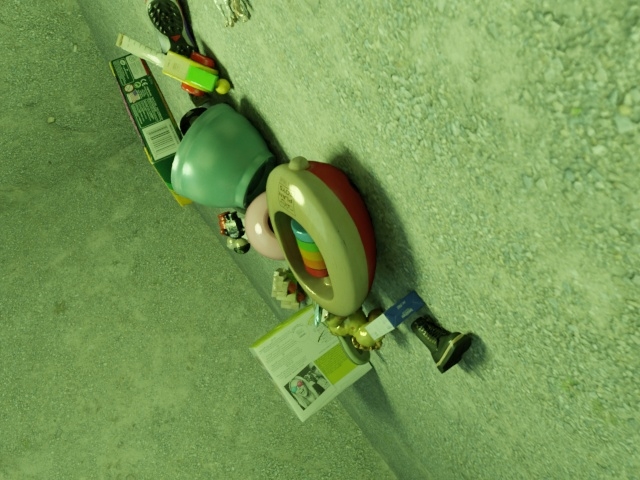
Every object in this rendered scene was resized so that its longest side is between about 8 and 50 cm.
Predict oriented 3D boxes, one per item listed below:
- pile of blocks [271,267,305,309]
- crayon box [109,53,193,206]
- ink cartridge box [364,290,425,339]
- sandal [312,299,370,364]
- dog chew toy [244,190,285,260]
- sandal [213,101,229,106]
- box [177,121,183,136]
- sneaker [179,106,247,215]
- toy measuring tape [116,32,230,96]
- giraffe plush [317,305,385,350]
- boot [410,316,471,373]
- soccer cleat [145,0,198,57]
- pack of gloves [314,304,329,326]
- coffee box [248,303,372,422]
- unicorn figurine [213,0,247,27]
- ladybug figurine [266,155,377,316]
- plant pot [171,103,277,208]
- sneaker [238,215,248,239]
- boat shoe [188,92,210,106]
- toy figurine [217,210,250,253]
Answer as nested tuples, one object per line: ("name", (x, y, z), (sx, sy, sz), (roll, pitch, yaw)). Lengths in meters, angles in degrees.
("pile of blocks", (-0.122, 0.208, 2.081), (0.113, 0.148, 0.362), (8, 162, 7))
("crayon box", (-0.481, -0.326, 1.459), (0.362, 0.106, 0.313), (63, 172, 15))
("ink cartridge box", (0.179, 0.189, 1.183), (0.046, 0.097, 0.207), (53, 164, 11))
("sandal", (0.088, 0.282, 1.629), (0.302, 0.120, 0.086), (54, 136, 0))
("dog chew toy", (-0.119, -0.040, 1.421), (0.206, 0.207, 0.332), (56, 171, 0))
("sandal", (-0.310, -0.399, 1.517), (0.179, 0.040, 0.067), (26, 146, 59))
("box", (-0.505, -0.328, 1.966), (0.214, 0.168, 0.345), (55, 163, 4))
("sneaker", (-0.296, -0.239, 1.655), (0.447, 0.169, 0.257), (54, 175, 17))
("toy measuring tape", (-0.403, -0.496, 1.355), (0.331, 0.121, 0.121), (25, 160, 1))
("giraffe plush", (0.112, 0.234, 1.365), (0.171, 0.210, 0.181), (25, -175, 13))
("boot", (0.255, 0.214, 1.072), (0.137, 0.077, 0.197), (53, 163, 26))
("soccer cleat", (-0.426, -0.605, 1.383), (0.318, 0.109, 0.116), (93, 164, -70))
("pack of gloves", (0.002, 0.126, 1.385), (0.046, 0.231, 0.195), (13, 156, -7))
("coffee box", (-0.057, 0.472, 1.942), (0.334, 0.338, 0.337), (56, 163, 3))
("unicorn figurine", (-0.211, -0.514, 1.019), (0.162, 0.060, 0.111), (13, 136, 43))
("ladybug figurine", (0.016, -0.012, 1.119), (0.305, 0.162, 0.449), (36, 152, 38))
("plant pot", (-0.248, -0.208, 1.353), (0.196, 0.293, 0.293), (31, 158, 9))
("sneaker", (-0.269, -0.057, 1.988), (0.297, 0.111, 0.129), (30, 134, 48))
("boat shoe", (-0.415, -0.489, 1.616), (0.153, 0.056, 0.048), (44, 166, 55))
("toy figurine", (-0.248, -0.051, 1.706), (0.213, 0.210, 0.148), (6, 117, 68))
